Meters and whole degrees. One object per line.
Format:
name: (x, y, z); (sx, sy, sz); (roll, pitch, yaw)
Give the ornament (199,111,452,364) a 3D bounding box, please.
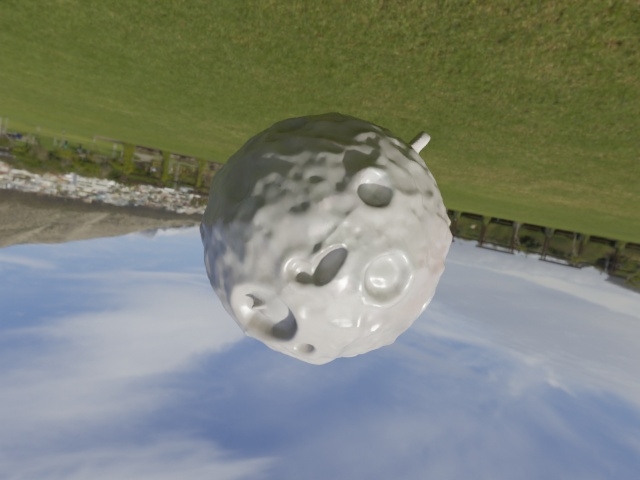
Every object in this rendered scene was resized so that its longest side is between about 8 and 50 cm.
ornament: (0.000, 0.000, 0.614); (0.336, 0.338, 0.337); (11, -175, -1)
